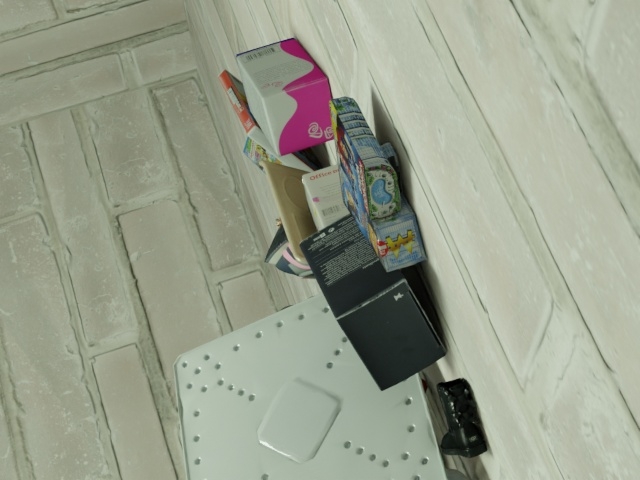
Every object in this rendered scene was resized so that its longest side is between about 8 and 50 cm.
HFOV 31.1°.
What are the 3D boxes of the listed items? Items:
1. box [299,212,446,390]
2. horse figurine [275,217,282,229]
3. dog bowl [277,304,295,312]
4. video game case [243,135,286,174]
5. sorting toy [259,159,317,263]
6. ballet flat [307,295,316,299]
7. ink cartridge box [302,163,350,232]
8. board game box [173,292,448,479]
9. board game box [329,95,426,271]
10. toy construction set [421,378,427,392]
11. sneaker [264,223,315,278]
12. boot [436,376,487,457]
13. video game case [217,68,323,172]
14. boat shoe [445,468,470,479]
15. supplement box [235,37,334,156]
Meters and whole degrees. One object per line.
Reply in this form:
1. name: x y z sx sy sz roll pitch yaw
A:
1. box: 0.070 0.079 1.604 0.153 0.108 0.207 59 -178 -33
2. horse figurine: -0.049 -0.104 2.320 0.174 0.066 0.263 51 155 40
3. dog bowl: -0.018 0.301 2.255 0.349 0.102 0.349 43 -153 -28
4. video game case: -0.078 -0.141 2.191 0.166 0.015 0.119 44 157 7
5. sorting toy: -0.005 -0.031 1.864 0.193 0.038 0.208 11 -134 -47
6. ballet flat: 0.067 0.240 2.201 0.123 0.123 0.349 88 163 -65
7. ink cartridge box: 0.034 -0.048 1.764 0.090 0.092 0.143 81 170 -54
8. board game box: -0.023 0.276 1.713 0.050 0.390 0.390 49 -158 -49
9. board game box: 0.077 -0.065 1.527 0.194 0.060 0.194 81 168 -47
10. toy construction set: 0.077 0.303 1.882 0.309 0.257 0.237 -96 -18 -49
11. sneaker: 0.000 0.000 2.199 0.112 0.131 0.319 -66 12 -18
12. boot: 0.179 0.235 1.536 0.121 0.045 0.099 154 96 -76
13. video game case: -0.085 -0.202 2.129 0.204 0.025 0.285 37 -167 -30
14. boat shoe: 0.199 0.438 1.672 0.084 0.095 0.258 -139 33 -69
15. supplement box: -0.057 -0.241 1.909 0.220 0.111 0.114 -120 14 -60
